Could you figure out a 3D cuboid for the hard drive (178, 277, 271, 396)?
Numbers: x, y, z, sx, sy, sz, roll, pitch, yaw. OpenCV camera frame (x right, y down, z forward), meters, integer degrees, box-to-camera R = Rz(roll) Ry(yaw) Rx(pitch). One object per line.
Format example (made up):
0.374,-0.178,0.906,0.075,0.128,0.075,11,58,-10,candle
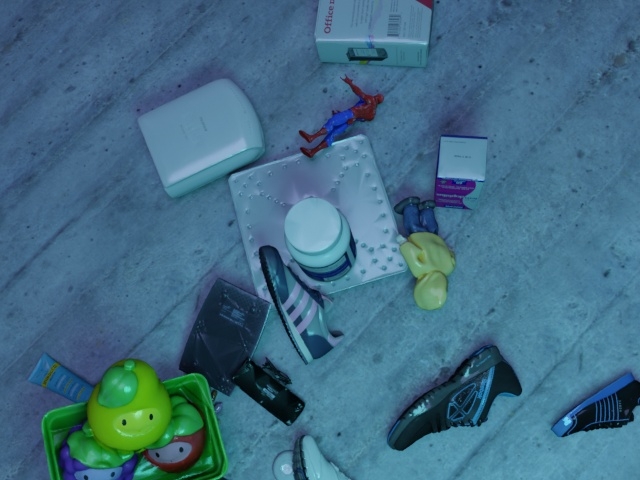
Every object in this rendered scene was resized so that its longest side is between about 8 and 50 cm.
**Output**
-0.233,0.238,1.609,0.172,0.054,0.254,24,93,13,hard drive

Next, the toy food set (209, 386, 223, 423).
-0.283,0.406,1.613,0.078,0.019,0.122,-16,65,3,toy food set

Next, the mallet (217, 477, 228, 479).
-0.186,0.593,1.541,0.190,0.039,0.062,31,81,19,mallet

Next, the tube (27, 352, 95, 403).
-0.656,0.368,1.662,0.207,0.052,0.080,22,69,19,tube

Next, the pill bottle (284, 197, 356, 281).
0.000,0.000,1.505,0.153,0.264,0.153,-2,74,7,pill bottle

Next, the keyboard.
-0.118,0.359,1.579,0.192,0.038,0.100,41,89,-8,keyboard

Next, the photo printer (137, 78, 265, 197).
-0.316,-0.287,1.762,0.308,0.107,0.255,-25,73,1,photo printer

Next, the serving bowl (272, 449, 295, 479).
-0.076,0.544,1.541,0.084,0.027,0.083,-2,74,8,serving bowl

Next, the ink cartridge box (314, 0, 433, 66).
0.153,-0.609,1.777,0.307,0.131,0.226,6,76,11,ink cartridge box

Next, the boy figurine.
0.264,0.035,1.583,0.177,0.092,0.285,6,64,-34,boy figurine

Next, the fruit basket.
-0.401,0.421,1.401,0.392,0.392,0.282,-19,72,2,fruit basket

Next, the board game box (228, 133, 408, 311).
-0.011,-0.045,1.684,0.390,0.050,0.389,-17,73,3,board game box

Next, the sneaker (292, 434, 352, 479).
0.029,0.581,1.484,0.129,0.111,0.297,-22,83,-23,sneaker

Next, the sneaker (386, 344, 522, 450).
0.306,0.388,1.484,0.341,0.125,0.139,-37,78,-1,sneaker

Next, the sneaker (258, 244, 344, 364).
-0.046,0.138,1.562,0.131,0.112,0.318,-25,110,-10,sneaker

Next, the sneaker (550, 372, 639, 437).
0.639,0.393,1.459,0.232,0.081,0.090,-32,66,-3,sneaker

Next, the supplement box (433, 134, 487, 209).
0.339,-0.163,1.582,0.111,0.220,0.113,5,77,10,supplement box

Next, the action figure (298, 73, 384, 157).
0.042,-0.341,1.725,0.280,0.091,0.139,-32,58,-22,action figure
